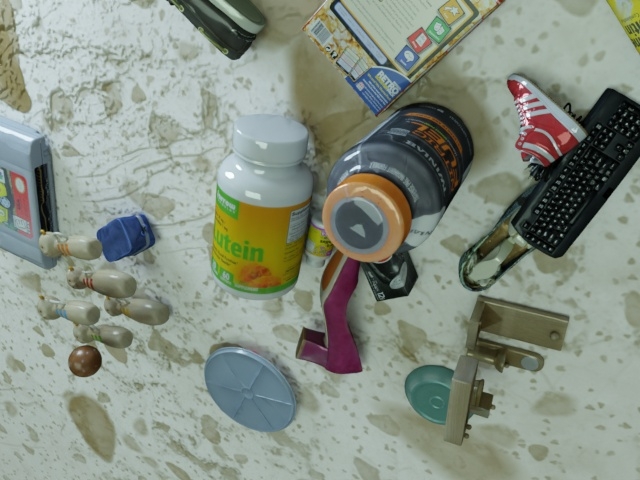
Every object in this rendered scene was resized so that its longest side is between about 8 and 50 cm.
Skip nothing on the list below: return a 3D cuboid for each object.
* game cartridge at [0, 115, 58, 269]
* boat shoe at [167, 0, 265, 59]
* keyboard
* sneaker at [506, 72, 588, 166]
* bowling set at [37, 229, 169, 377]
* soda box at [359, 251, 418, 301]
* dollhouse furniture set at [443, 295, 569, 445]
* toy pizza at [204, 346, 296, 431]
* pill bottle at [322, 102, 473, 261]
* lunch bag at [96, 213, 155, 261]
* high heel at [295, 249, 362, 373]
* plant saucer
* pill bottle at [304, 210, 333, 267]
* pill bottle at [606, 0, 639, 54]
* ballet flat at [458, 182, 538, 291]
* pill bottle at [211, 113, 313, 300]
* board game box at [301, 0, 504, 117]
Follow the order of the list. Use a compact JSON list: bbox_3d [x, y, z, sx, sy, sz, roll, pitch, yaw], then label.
[{"bbox_3d":[-0.612,-0.097,1.123,0.196,0.060,0.294,23,124,19],"label":"game cartridge"},{"bbox_3d":[-0.179,-0.335,0.752,0.228,0.081,0.069,42,123,-2],"label":"boat shoe"},{"bbox_3d":[0.288,-0.076,0.645,0.100,0.038,0.192,32,106,7],"label":"keyboard"},{"bbox_3d":[0.232,-0.133,0.641,0.067,0.042,0.118,-45,54,19],"label":"sneaker"},{"bbox_3d":[-0.423,0.128,1.006,0.154,0.200,0.287,5,143,27],"label":"bowling set"},{"bbox_3d":[0.080,0.000,0.813,0.053,0.060,0.169,-15,108,32],"label":"soda box"},{"bbox_3d":[0.251,0.187,0.771,0.123,0.151,0.144,12,123,21],"label":"dollhouse furniture set"},{"bbox_3d":[-0.133,0.282,1.093,0.201,0.032,0.201,12,122,20],"label":"toy pizza"},{"bbox_3d":[0.089,-0.067,0.657,0.130,0.246,0.130,12,121,21],"label":"pill bottle"},{"bbox_3d":[-0.344,-0.008,1.025,0.098,0.065,0.067,-21,90,36],"label":"lunch bag"},{"bbox_3d":[0.049,0.111,0.893,0.117,0.082,0.244,16,114,-9],"label":"high heel"},{"bbox_3d":[0.190,0.256,0.919,0.119,0.021,0.119,12,120,21],"label":"plant saucer"},{"bbox_3d":[0.000,0.000,0.865,0.043,0.043,0.083,23,125,14],"label":"pill bottle"},{"bbox_3d":[0.351,-0.208,0.536,0.103,0.103,0.184,-32,98,36],"label":"pill bottle"},{"bbox_3d":[0.245,0.003,0.728,0.070,0.070,0.188,37,126,5],"label":"ballet flat"},{"bbox_3d":[-0.083,-0.048,0.824,0.136,0.136,0.246,21,123,16],"label":"pill bottle"},{"bbox_3d":[0.092,-0.265,0.674,0.147,0.045,0.193,49,126,-4],"label":"board game box"}]
